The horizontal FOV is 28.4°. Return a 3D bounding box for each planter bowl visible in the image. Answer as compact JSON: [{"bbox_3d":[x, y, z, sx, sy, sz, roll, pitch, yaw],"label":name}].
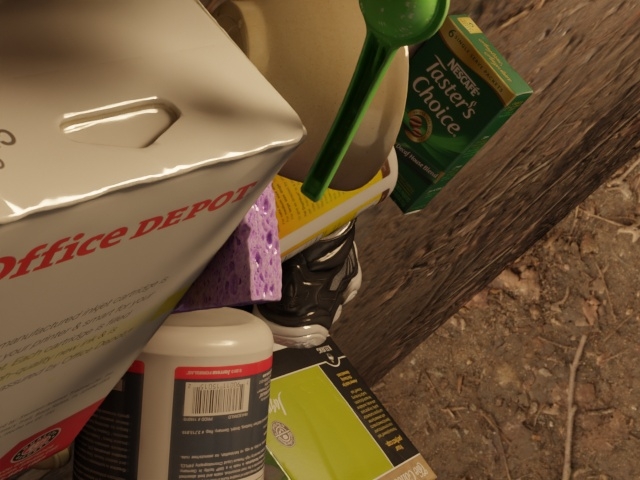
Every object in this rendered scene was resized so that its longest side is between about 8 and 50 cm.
[{"bbox_3d":[-0.023,-0.119,0.910,0.109,0.162,0.162,3,145,-27],"label":"planter bowl"}]

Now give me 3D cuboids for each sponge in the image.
[{"bbox_3d":[-0.106,-0.005,0.913,0.031,0.117,0.210,-3,175,-40],"label":"sponge"}]

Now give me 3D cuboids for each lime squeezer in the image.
[{"bbox_3d":[0.037,-0.134,0.678,0.310,0.059,0.110,96,18,-60],"label":"lime squeezer"}]

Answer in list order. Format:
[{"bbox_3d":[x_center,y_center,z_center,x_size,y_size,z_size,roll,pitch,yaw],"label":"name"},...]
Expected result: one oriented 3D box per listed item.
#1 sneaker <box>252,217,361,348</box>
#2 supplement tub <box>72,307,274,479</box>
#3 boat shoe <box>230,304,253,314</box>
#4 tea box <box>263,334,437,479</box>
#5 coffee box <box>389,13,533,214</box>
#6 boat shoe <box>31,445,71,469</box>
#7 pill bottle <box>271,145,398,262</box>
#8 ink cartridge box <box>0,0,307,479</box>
[{"bbox_3d":[0.000,0.000,1.390,0.268,0.101,0.153,-63,167,-64],"label":"sneaker"},{"bbox_3d":[-0.149,0.206,1.257,0.191,0.191,0.272,-7,103,-64],"label":"supplement tub"},{"bbox_3d":[-0.180,0.130,1.382,0.258,0.089,0.109,-41,166,10],"label":"boat shoe"},{"bbox_3d":[-0.075,0.269,1.601,0.220,0.323,0.329,-44,164,21],"label":"tea box"},{"bbox_3d":[0.116,-0.127,1.281,0.040,0.113,0.184,-15,154,-52],"label":"coffee box"},{"bbox_3d":[-0.298,0.157,1.160,0.098,0.109,0.302,-23,163,-12],"label":"boat shoe"},{"bbox_3d":[-0.043,-0.043,1.128,0.215,0.117,0.117,-31,164,-27],"label":"pill bottle"},{"bbox_3d":[-0.224,0.024,0.792,0.279,0.160,0.384,-22,158,-51],"label":"ink cartridge box"}]
